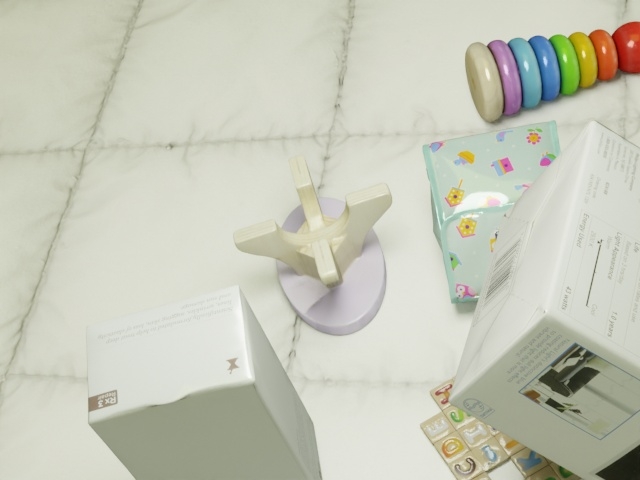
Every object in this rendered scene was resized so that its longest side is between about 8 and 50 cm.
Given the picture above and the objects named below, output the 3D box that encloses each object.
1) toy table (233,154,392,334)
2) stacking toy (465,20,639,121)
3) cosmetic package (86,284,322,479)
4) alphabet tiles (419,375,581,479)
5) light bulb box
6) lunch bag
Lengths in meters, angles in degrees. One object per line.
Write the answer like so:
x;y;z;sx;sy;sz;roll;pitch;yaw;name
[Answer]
0.000;0.000;1.856;0.252;0.161;0.274;-27;51;-6;toy table
0.424;-0.311;2.010;0.330;0.141;0.141;-15;49;-2;stacking toy
-0.143;0.244;1.550;0.217;0.385;0.156;-14;50;4;cosmetic package
0.265;0.271;1.657;0.198;0.009;0.237;-29;50;-8;alphabet tiles
0.400;0.107;1.446;0.361;0.225;0.358;30;48;-6;light bulb box
0.285;-0.034;1.804;0.224;0.160;0.262;-9;61;5;lunch bag
